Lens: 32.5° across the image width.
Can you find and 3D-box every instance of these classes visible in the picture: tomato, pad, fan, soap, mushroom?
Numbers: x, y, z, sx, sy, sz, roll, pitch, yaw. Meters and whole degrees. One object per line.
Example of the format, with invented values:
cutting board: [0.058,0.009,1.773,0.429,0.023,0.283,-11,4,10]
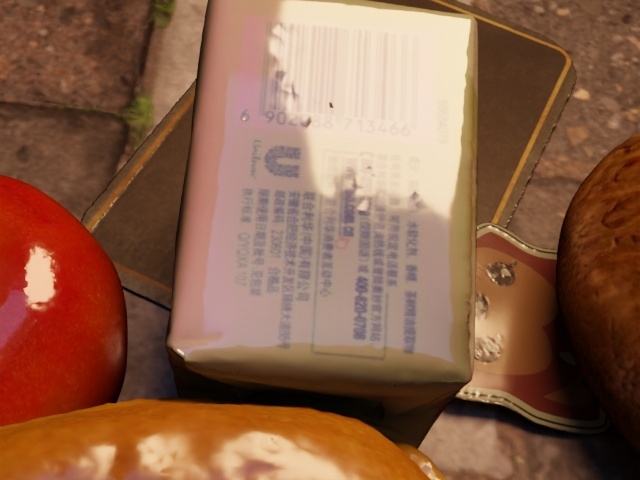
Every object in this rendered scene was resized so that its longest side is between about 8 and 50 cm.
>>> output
tomato: [-0.192,0.057,0.547,0.195,0.136,0.195,3,53,-4]
pad: [0.056,-0.072,0.740,0.315,0.063,0.375,24,53,9]
fan: [0.089,0.038,0.674,0.220,0.009,0.132,19,55,-3]
soap: [0.000,0.000,0.568,0.138,0.182,0.199,5,68,-3]
mushroom: [0.257,0.027,0.636,0.253,0.153,0.253,0,54,-1]

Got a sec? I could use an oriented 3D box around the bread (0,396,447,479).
bread: [-0.114,0.194,0.424,0.389,0.183,0.236,-19,60,-23]
